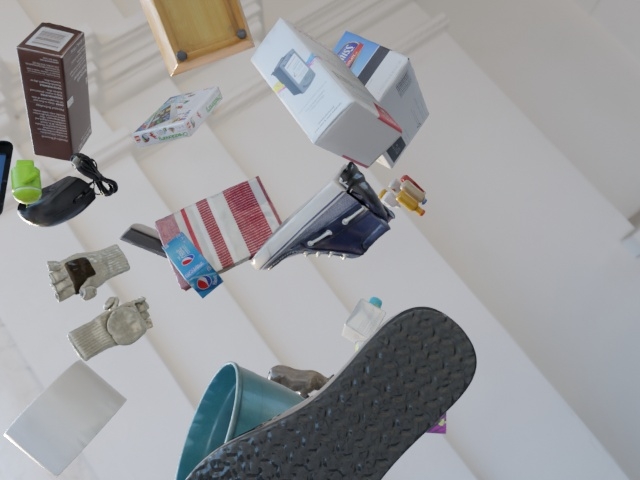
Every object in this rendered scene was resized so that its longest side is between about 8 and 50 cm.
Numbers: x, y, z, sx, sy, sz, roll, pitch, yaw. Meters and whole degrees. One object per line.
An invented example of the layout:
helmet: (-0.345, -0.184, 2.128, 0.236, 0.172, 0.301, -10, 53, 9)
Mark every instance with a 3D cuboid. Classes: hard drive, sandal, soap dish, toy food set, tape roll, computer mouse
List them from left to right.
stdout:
computer mouse: (-0.730, -0.117, 1.581, 0.272, 0.072, 0.188, -31, -33, -1)
tape roll: (-0.647, 0.452, 1.426, 0.246, 0.169, 0.246, -46, 5, 6)
hard drive: (-0.535, -0.002, 1.778, 0.255, 0.172, 0.054, -154, 87, -82)
soap dish: (-0.304, -0.569, 1.322, 0.229, 0.290, 0.118, -23, 23, -10)
sandal: (0.011, 0.262, 0.708, 0.446, 0.167, 0.107, -36, -10, -6)
toy food set: (0.286, -0.146, 1.878, 0.111, 0.104, 0.232, -53, 12, -6)

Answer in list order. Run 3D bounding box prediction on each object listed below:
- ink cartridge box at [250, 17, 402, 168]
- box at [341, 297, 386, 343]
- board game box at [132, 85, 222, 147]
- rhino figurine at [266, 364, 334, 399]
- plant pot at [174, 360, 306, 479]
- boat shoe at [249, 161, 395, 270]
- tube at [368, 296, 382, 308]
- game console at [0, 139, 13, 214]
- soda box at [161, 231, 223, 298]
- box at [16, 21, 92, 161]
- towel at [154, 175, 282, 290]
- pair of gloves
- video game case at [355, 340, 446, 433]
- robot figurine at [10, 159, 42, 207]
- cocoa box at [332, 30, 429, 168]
ink cartridge box: (0.014, -0.328, 1.253, 0.131, 0.306, 0.226, -47, -31, 21)
box: (0.125, 0.244, 1.621, 0.102, 0.087, 0.101, -55, -12, -26)
board game box: (-0.461, -0.410, 1.818, 0.193, 0.053, 0.305, -8, 34, 19)
rhino figurine: (-0.047, 0.431, 1.654, 0.073, 0.243, 0.106, -80, -1, -75)
plant pot: (-0.092, 0.387, 0.999, 0.271, 0.255, 0.271, -53, 23, 34)
boat shoe: (0.000, 0.000, 1.158, 0.340, 0.158, 0.127, -40, 10, 37)
tube: (0.174, 0.296, 2.051, 0.052, 0.080, 0.207, -32, 19, 43)
game console: (-0.992, -0.120, 1.548, 0.173, 0.250, 0.293, 13, -54, -25)
soda box: (-0.317, 0.057, 1.366, 0.067, 0.210, 0.071, -40, -54, -10)
box: (-0.837, -0.464, 1.773, 0.191, 0.143, 0.381, -87, 11, -47)
towel: (-0.278, -0.025, 1.562, 0.329, 0.237, 0.037, -25, -24, -6)
pair of gloves: (-0.490, 0.131, 1.256, 0.042, 0.240, 0.204, -28, -5, 37)
video game case: (0.196, 0.362, 1.373, 0.232, 0.210, 0.042, 6, -16, -6)
robot figurine: (-0.738, -0.143, 1.394, 0.067, 0.115, 0.101, -3, -16, -33)
cocoa box: (0.151, -0.417, 1.693, 0.231, 0.228, 0.347, -55, -25, 0)
